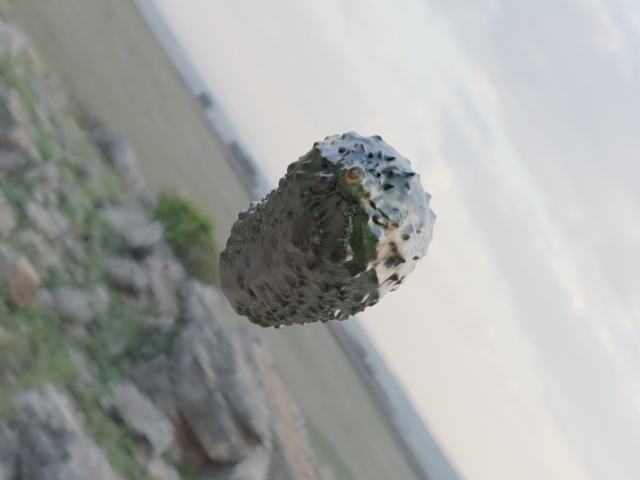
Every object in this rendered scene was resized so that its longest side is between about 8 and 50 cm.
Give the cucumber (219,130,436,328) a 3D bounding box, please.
[{"bbox_3d":[0.001,0.001,0.728,0.072,0.072,0.300,57,-9,-1],"label":"cucumber"}]
